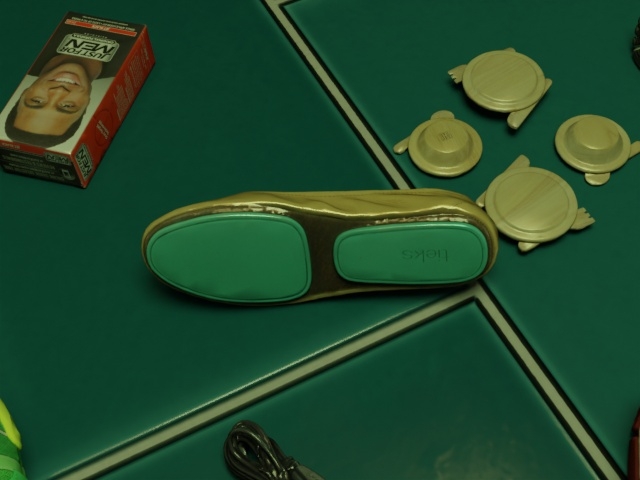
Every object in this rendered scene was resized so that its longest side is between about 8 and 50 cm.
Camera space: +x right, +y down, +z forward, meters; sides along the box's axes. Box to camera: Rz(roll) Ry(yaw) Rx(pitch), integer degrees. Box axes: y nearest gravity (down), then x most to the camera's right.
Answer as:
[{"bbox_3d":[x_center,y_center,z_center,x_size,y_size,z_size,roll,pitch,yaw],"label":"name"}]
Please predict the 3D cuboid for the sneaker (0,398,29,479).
[{"bbox_3d":[-0.284,0.183,0.460,0.295,0.109,0.123,-39,61,-21],"label":"sneaker"}]

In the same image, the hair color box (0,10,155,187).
[{"bbox_3d":[-0.190,-0.112,0.703,0.072,0.043,0.141,12,57,10],"label":"hair color box"}]

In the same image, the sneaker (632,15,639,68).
[{"bbox_3d":[0.303,-0.123,0.670,0.073,0.063,0.162,-14,55,-10],"label":"sneaker"}]

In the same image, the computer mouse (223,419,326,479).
[{"bbox_3d":[-0.066,0.194,0.482,0.106,0.042,0.193,35,58,19],"label":"computer mouse"}]

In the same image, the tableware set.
[{"bbox_3d":[0.146,-0.072,0.669,0.141,0.020,0.169,-39,62,-19],"label":"tableware set"}]

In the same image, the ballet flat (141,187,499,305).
[{"bbox_3d":[0.000,0.000,0.607,0.232,0.080,0.073,1,27,1],"label":"ballet flat"}]

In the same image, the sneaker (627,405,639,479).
[{"bbox_3d":[0.223,0.175,0.450,0.128,0.087,0.221,8,57,11],"label":"sneaker"}]
